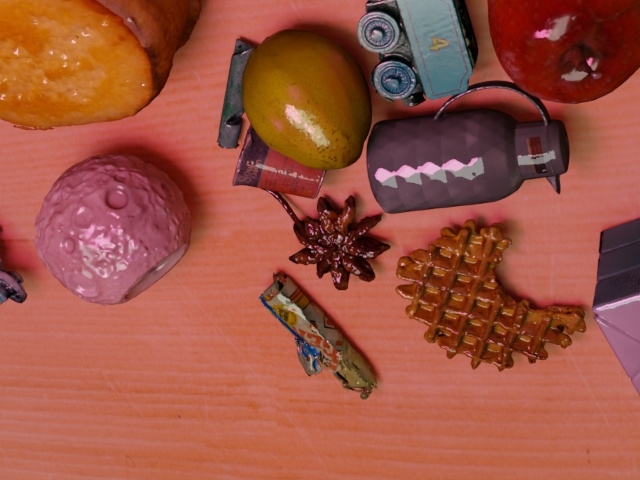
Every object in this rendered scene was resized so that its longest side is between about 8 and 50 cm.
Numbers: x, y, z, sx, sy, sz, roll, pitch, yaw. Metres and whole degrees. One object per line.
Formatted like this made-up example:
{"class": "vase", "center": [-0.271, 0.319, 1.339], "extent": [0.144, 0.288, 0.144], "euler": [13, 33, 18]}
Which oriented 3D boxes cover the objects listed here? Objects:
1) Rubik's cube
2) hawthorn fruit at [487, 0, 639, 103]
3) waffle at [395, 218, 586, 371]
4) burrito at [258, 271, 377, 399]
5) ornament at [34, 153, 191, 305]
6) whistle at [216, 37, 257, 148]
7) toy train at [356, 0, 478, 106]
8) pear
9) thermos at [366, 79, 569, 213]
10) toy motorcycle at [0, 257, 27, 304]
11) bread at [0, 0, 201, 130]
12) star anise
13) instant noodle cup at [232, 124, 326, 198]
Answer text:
{"class": "Rubik's cube", "center": [0.545, 0.093, 1.620], "extent": [0.231, 0.224, 0.221], "euler": [-21, 114, 30]}
{"class": "hawthorn fruit", "center": [0.316, -0.287, 1.447], "extent": [0.231, 0.263, 0.235], "euler": [43, 158, 15]}
{"class": "waffle", "center": [0.264, 0.097, 1.828], "extent": [0.260, 0.069, 0.293], "euler": [-28, 113, 35]}
{"class": "burrito", "center": [-0.013, 0.178, 1.986], "extent": [0.104, 0.054, 0.288], "euler": [-33, 108, 34]}
{"class": "ornament", "center": [-0.346, -0.025, 1.846], "extent": [0.225, 0.259, 0.259], "euler": [48, 127, 4]}
{"class": "whistle", "center": [-0.132, -0.230, 1.760], "extent": [0.039, 0.039, 0.186], "euler": [19, 127, 6]}
{"class": "toy train", "center": [0.140, -0.287, 1.584], "extent": [0.154, 0.107, 0.197], "euler": [-12, 118, 18]}
{"class": "pear", "center": [-0.011, -0.198, 1.635], "extent": [0.219, 0.187, 0.187], "euler": [46, 130, 18]}
{"class": "thermos", "center": [0.216, -0.137, 1.637], "extent": [0.287, 0.145, 0.182], "euler": [-7, 112, 22]}
{"class": "toy motorcycle", "center": [-0.668, 0.030, 2.075], "extent": [0.260, 0.154, 0.206], "euler": [47, 149, -19]}
{"class": "bread", "center": [-0.373, -0.335, 1.604], "extent": [0.398, 0.215, 0.398], "euler": [2, 147, 1]}
{"class": "star anise", "center": [-0.002, -0.001, 1.852], "extent": [0.234, 0.073, 0.177], "euler": [13, 118, 20]}
{"class": "instant noodle cup", "center": [-0.058, -0.126, 1.762], "extent": [0.136, 0.127, 0.127], "euler": [17, 128, -3]}
